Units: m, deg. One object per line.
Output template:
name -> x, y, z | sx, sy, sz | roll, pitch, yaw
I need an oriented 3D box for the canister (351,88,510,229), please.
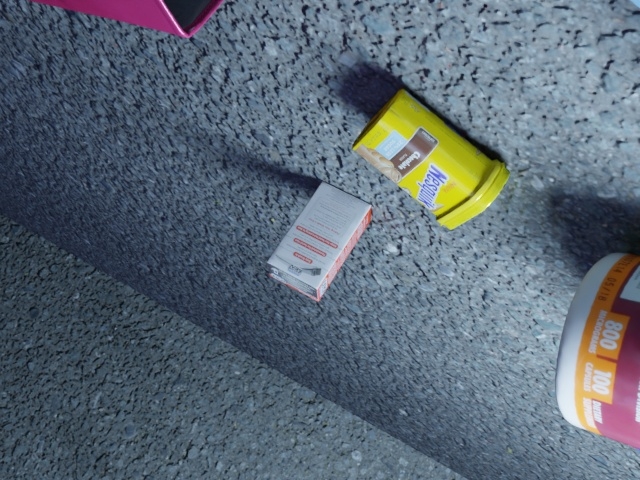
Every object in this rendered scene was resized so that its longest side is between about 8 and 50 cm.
canister -> 0.134, -0.101, 1.031 | 0.170, 0.073, 0.126 | 38, 156, -5

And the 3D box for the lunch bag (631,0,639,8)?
lunch bag -> 0.319, -0.240, 0.470 | 0.221, 0.138, 0.293 | 39, 148, -5

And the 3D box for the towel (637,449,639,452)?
towel -> 0.536, 0.266, 1.002 | 0.285, 0.034, 0.209 | 3, -165, -16

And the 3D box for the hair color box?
hair color box -> 0.000, 0.000, 1.283 | 0.093, 0.167, 0.053 | 28, 156, 16

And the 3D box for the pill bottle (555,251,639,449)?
pill bottle -> 0.480, 0.157, 0.886 | 0.392, 0.224, 0.224 | 14, 150, 38

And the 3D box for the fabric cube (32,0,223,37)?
fabric cube -> -0.185, -0.365, 0.694 | 0.258, 0.259, 0.254 | 20, 154, 30
